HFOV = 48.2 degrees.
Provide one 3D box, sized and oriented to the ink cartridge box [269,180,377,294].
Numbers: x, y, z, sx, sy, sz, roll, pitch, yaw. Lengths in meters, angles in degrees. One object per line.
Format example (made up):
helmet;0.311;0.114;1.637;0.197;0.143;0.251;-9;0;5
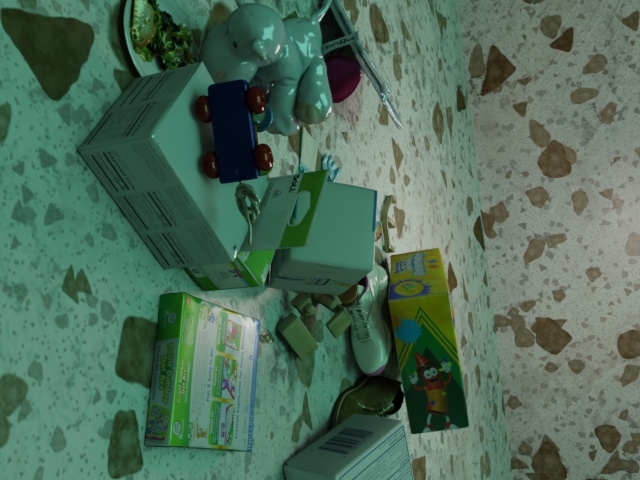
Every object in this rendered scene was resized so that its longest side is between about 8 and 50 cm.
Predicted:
ink cartridge box;0.000;0.000;1.467;0.233;0.168;0.171;132;-36;-68

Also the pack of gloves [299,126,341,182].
pack of gloves;0.007;-0.138;1.769;0.195;0.046;0.232;41;48;-55

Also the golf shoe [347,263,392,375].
golf shoe;0.106;0.193;1.843;0.140;0.115;0.306;30;49;-49

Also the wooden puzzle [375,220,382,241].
wooden puzzle;0.167;-0.027;2.116;0.083;0.006;0.049;-37;118;-61

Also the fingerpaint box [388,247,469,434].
fingerpaint box;0.297;0.258;1.991;0.445;0.163;0.371;-64;144;-76

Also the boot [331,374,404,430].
boot;0.120;0.424;1.794;0.305;0.115;0.112;-38;122;-58

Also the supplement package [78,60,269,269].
supplement package;-0.225;-0.118;1.175;0.262;0.145;0.204;63;33;-37

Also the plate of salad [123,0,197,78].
plate of salad;-0.268;-0.348;1.251;0.200;0.048;0.200;27;59;-60

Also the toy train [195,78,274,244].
toy train;-0.113;-0.119;1.138;0.143;0.105;0.248;-14;97;-77

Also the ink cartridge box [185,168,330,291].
ink cartridge box;-0.099;-0.017;1.281;0.097;0.255;0.189;59;35;-41

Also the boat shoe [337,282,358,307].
boat shoe;0.045;0.080;1.701;0.073;0.073;0.207;77;-3;-49

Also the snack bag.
snack bag;0.124;-0.493;1.955;0.342;0.037;0.323;48;16;-50

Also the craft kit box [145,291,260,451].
craft kit box;-0.197;0.239;1.255;0.246;0.060;0.250;36;52;-60

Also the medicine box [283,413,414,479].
medicine box;0.079;0.574;1.573;0.263;0.149;0.290;-21;105;-49

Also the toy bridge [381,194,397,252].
toy bridge;0.208;-0.054;2.183;0.063;0.026;0.188;38;51;-53

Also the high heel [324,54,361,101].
high heel;0.081;-0.418;1.830;0.377;0.181;0.127;-44;123;-58

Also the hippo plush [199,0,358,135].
hippo plush;-0.088;-0.334;1.354;0.236;0.294;0.234;-2;65;-65

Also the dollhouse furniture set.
dollhouse furniture set;-0.039;0.171;1.624;0.151;0.123;0.144;-44;132;-15
